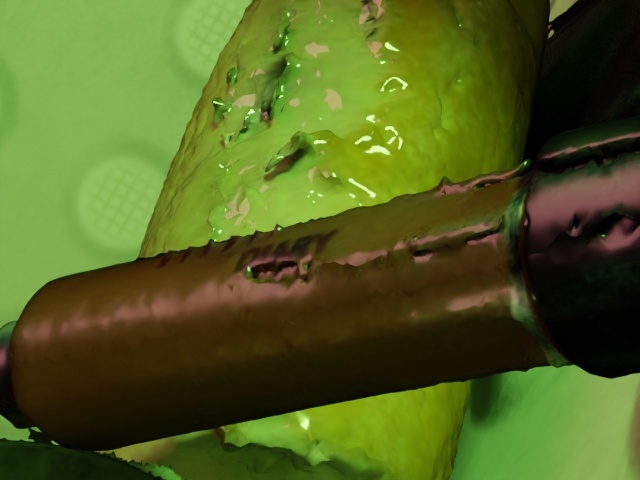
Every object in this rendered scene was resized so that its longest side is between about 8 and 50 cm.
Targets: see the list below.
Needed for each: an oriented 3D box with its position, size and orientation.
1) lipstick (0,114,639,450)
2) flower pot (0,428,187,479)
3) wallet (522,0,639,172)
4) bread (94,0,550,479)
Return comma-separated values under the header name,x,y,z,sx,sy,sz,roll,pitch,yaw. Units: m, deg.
name,x,y,z,sx,sy,sz,roll,pitch,yaw
lipstick,0.042,0.015,0.581,0.418,0.077,0.077,-14,39,39
flower pot,-0.072,0.199,0.597,0.259,0.290,0.290,-11,47,63
wallet,0.136,-0.070,0.987,0.318,0.045,0.172,-42,22,62
bread,0.000,0.000,0.910,0.236,0.165,0.375,122,168,-54
